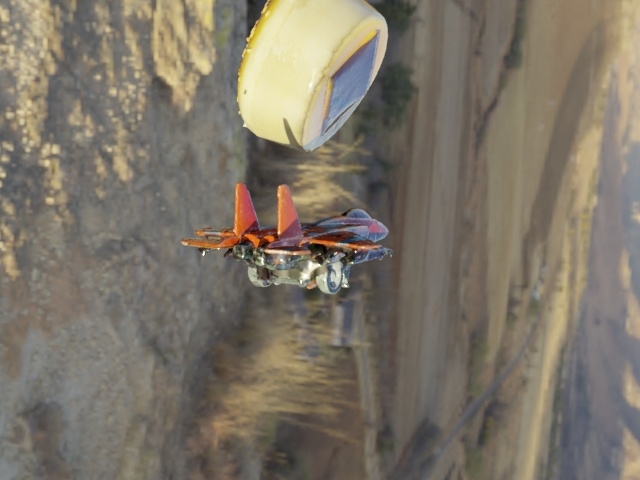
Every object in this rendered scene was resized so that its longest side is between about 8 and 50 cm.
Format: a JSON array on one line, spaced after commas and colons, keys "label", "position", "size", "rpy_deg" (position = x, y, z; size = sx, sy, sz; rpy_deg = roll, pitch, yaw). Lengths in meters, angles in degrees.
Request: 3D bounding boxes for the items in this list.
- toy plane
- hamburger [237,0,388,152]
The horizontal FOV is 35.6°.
[{"label": "toy plane", "position": [0.000, 0.004, 0.646], "size": [0.189, 0.130, 0.061], "rpy_deg": [11, 83, -60]}, {"label": "hamburger", "position": [-0.008, -0.134, 0.719], "size": [0.141, 0.081, 0.126], "rpy_deg": [-53, 166, -11]}]
